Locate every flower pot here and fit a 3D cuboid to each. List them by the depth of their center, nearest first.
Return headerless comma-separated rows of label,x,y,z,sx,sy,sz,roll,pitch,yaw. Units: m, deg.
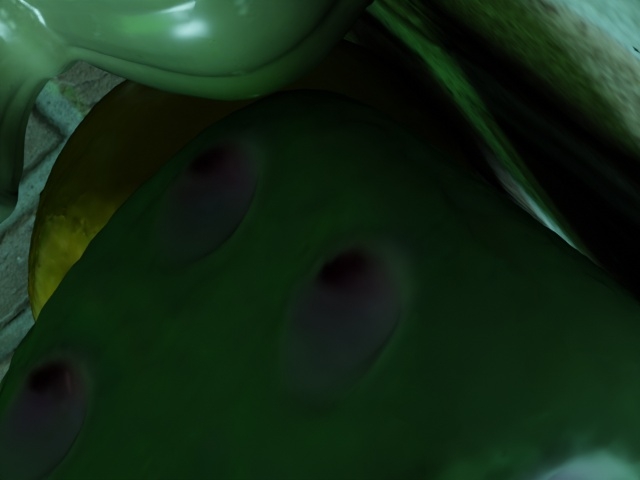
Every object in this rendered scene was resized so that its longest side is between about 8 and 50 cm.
flower pot,-0.140,-0.164,0.818,0.307,0.244,0.307,50,179,1

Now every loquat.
loquat,-0.041,0.014,1.187,0.328,0.328,0.328,50,180,0

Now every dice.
dice,0.035,0.141,0.859,0.318,0.330,0.322,36,-178,-37
